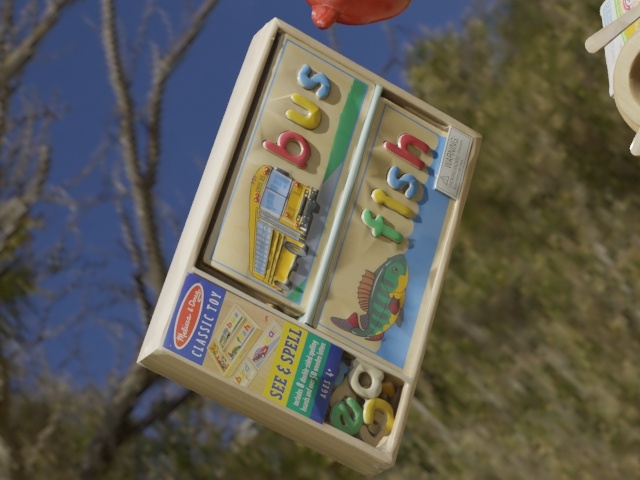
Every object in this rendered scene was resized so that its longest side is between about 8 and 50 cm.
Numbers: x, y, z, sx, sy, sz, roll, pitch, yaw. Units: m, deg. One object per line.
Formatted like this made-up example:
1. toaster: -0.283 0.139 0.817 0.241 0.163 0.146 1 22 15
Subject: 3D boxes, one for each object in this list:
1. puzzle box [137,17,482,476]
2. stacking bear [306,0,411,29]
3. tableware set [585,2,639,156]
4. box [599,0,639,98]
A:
1. puzzle box: 0.000 0.000 1.836 0.052 0.272 0.409 -36 31 54
2. stacking bear: 0.087 -0.304 1.588 0.164 0.175 0.289 22 -54 -34
3. tableware set: 0.270 -0.138 1.200 0.194 0.128 0.039 -38 -19 26
4. box: 0.399 -0.203 1.848 0.203 0.114 0.103 5 -26 -19
